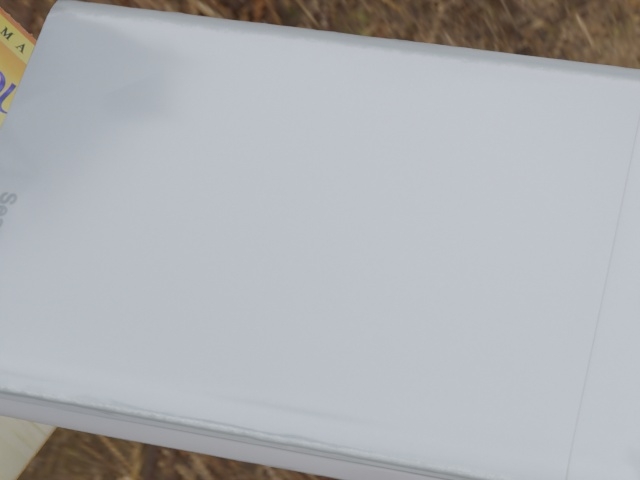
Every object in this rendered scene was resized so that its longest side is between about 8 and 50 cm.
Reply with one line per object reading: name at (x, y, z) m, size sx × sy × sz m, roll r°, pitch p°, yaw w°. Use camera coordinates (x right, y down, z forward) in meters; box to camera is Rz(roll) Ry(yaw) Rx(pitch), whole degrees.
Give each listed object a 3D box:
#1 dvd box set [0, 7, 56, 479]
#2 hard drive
dvd box set at (-0.291, 0.034, 1.076) m, size 0.307 × 0.062 × 0.420 m, roll 43°, pitch 60°, yaw -13°
hard drive at (0.000, 0.000, 0.769) m, size 0.307 × 0.040 × 0.203 m, roll 9°, pitch 61°, yaw 14°
